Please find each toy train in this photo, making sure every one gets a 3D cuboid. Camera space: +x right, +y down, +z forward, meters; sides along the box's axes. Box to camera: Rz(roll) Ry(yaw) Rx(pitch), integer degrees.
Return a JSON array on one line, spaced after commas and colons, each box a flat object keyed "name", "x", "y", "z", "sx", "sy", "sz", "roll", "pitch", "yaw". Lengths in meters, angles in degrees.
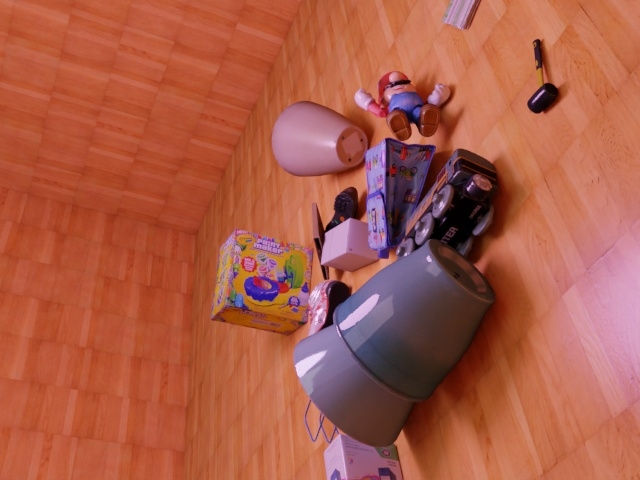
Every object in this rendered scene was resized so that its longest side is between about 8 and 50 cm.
[{"name": "toy train", "x": 0.278, "y": -0.046, "z": 1.623, "sx": 0.190, "sy": 0.142, "sz": 0.334, "roll": -77, "pitch": 13, "yaw": -46}]

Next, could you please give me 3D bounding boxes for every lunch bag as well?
[{"name": "lunch bag", "x": 0.185, "y": -0.096, "z": 1.870, "sx": 0.221, "sy": 0.138, "sz": 0.293, "roll": 167, "pitch": 111, "yaw": -80}]

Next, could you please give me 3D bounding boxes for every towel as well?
[{"name": "towel", "x": 0.374, "y": -0.617, "z": 1.913, "sx": 0.152, "sy": 0.023, "sz": 0.113, "roll": -118, "pitch": 48, "yaw": -64}]

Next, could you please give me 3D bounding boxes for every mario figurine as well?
[{"name": "mario figurine", "x": 0.212, "y": -0.378, "z": 1.912, "sx": 0.170, "sy": 0.198, "sz": 0.320, "roll": -62, "pitch": 17, "yaw": 21}]

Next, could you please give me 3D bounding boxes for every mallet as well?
[{"name": "mallet", "x": 0.450, "y": -0.342, "z": 1.508, "sx": 0.062, "sy": 0.039, "sz": 0.189, "roll": 123, "pitch": 158, "yaw": -46}]

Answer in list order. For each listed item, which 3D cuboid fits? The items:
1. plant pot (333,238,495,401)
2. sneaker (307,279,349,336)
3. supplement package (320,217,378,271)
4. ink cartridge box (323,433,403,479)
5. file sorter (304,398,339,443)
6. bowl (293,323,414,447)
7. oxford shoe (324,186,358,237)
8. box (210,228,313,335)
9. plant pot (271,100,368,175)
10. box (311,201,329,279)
[{"name": "plant pot", "x": 0.210, "y": 0.147, "z": 1.499, "sx": 0.255, "sy": 0.272, "sz": 0.271, "roll": -49, "pitch": 29, "yaw": 22}, {"name": "sneaker", "x": 0.005, "y": 0.249, "z": 2.181, "sx": 0.145, "sy": 0.090, "sz": 0.270, "roll": -3, "pitch": 70, "yaw": 70}, {"name": "supplement package", "x": 0.087, "y": 0.017, "z": 2.097, "sx": 0.179, "sy": 0.105, "sz": 0.105, "roll": 150, "pitch": 132, "yaw": -64}, {"name": "ink cartridge box", "x": 0.102, "y": 0.554, "z": 1.618, "sx": 0.093, "sy": 0.154, "sz": 0.212, "roll": -58, "pitch": 26, "yaw": 36}, {"name": "file sorter", "x": 0.059, "y": 0.437, "z": 1.796, "sx": 0.118, "sy": 0.170, "sz": 0.104, "roll": -123, "pitch": 47, "yaw": -63}, {"name": "bowl", "x": 0.108, "y": 0.288, "z": 1.632, "sx": 0.163, "sy": 0.312, "sz": 0.311, "roll": -49, "pitch": 29, "yaw": 21}, {"name": "oxford shoe", "x": 0.076, "y": -0.068, "z": 2.253, "sx": 0.096, "sy": 0.083, "sz": 0.227, "roll": -51, "pitch": -15, "yaw": -51}, {"name": "box", "x": -0.199, "y": 0.147, "z": 2.491, "sx": 0.177, "sy": 0.290, "sz": 0.279, "roll": 137, "pitch": 141, "yaw": -56}, {"name": "plant pot", "x": 0.021, "y": -0.319, "z": 2.354, "sx": 0.274, "sy": 0.257, "sz": 0.256, "roll": 18, "pitch": 93, "yaw": 54}, {"name": "box", "x": 0.000, "y": 0.000, "z": 2.261, "sx": 0.201, "sy": 0.021, "sz": 0.164, "roll": -92, "pitch": -10, "yaw": -55}]
